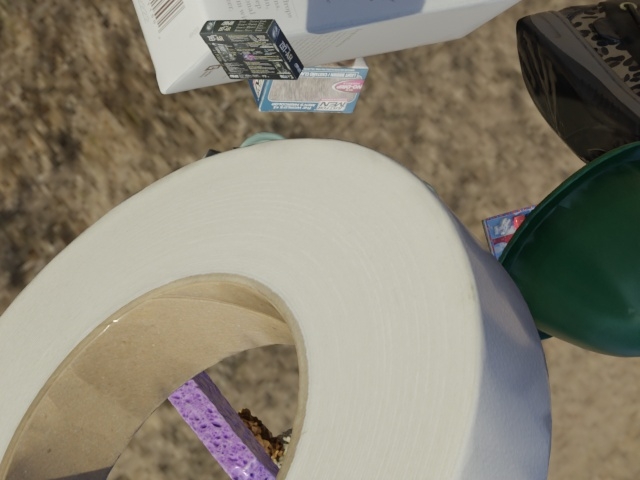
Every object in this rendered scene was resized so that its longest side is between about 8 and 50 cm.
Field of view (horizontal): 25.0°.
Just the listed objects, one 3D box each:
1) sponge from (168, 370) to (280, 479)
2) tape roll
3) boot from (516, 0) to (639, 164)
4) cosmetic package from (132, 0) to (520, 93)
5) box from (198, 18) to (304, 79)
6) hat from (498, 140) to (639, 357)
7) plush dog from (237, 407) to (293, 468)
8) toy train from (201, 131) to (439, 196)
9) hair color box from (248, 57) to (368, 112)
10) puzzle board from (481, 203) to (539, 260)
[{"bbox_3d":[-0.092,0.160,1.276,0.031,0.210,0.117,-43,138,-3],"label":"sponge"},{"bbox_3d":[-0.071,0.122,0.727,0.392,0.392,0.072,-43,128,4],"label":"tape roll"},{"bbox_3d":[0.372,-0.120,1.241,0.284,0.377,0.138,-24,134,-11],"label":"boot"},{"bbox_3d":[0.003,-0.337,1.705,0.453,0.230,0.161,-14,173,-31],"label":"cosmetic package"},{"bbox_3d":[-0.066,-0.182,1.379,0.067,0.083,0.018,55,51,-42],"label":"box"},{"bbox_3d":[0.219,0.055,0.888,0.173,0.183,0.208,-51,148,14],"label":"hat"},{"bbox_3d":[-0.009,0.271,1.501,0.262,0.210,0.225,-51,169,-14],"label":"plush dog"},{"bbox_3d":[0.000,0.000,1.719,0.142,0.333,0.190,109,-1,-75],"label":"toy train"},{"bbox_3d":[-0.057,-0.368,2.430,0.173,0.347,0.105,-2,138,-23],"label":"hair color box"},{"bbox_3d":[0.248,0.010,1.745,0.011,0.096,0.128,-17,179,45],"label":"puzzle board"}]
